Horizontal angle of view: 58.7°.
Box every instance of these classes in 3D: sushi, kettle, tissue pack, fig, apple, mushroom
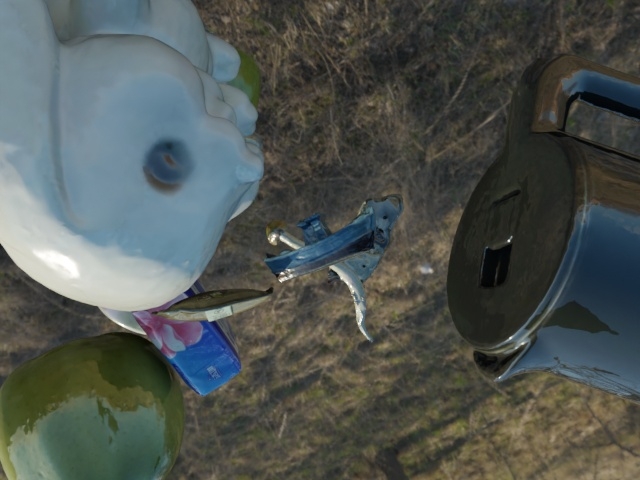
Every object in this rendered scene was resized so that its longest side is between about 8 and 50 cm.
[{"bbox_3d":[0.131,-0.004,1.588,0.332,0.124,0.130,-62,176,-9],"label":"sushi"},{"bbox_3d":[0.288,0.012,0.459,0.307,0.203,0.262,17,103,-11],"label":"kettle"},{"bbox_3d":[-0.292,0.168,1.208,0.137,0.209,0.270,-31,119,-1],"label":"tissue pack"},{"bbox_3d":[-0.192,-0.270,1.054,0.166,0.234,0.167,-6,146,-4],"label":"fig"},{"bbox_3d":[-0.457,0.385,1.200,0.319,0.361,0.312,-25,163,2],"label":"apple"},{"bbox_3d":[0.023,0.068,0.970,0.068,0.043,0.306,-18,126,44],"label":"mushroom"},{"bbox_3d":[-0.180,-0.225,1.350,0.085,0.085,0.079,17,110,-41],"label":"mushroom"}]

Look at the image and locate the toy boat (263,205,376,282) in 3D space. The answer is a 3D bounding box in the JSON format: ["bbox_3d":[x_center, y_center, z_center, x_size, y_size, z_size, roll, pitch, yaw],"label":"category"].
[{"bbox_3d":[0.000,0.000,0.635,0.137,0.061,0.060,-20,174,20],"label":"toy boat"}]

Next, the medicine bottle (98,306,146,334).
[{"bbox_3d":[-0.411,0.035,1.505,0.219,0.219,0.389,23,100,-44],"label":"medicine bottle"}]

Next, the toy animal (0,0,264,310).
[{"bbox_3d":[-0.148,-0.101,0.383,0.174,0.289,0.249,-25,123,9],"label":"toy animal"}]

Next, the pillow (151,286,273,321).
[{"bbox_3d":[-0.134,0.077,0.675,0.130,0.033,0.217,-9,177,-17],"label":"pillow"}]
